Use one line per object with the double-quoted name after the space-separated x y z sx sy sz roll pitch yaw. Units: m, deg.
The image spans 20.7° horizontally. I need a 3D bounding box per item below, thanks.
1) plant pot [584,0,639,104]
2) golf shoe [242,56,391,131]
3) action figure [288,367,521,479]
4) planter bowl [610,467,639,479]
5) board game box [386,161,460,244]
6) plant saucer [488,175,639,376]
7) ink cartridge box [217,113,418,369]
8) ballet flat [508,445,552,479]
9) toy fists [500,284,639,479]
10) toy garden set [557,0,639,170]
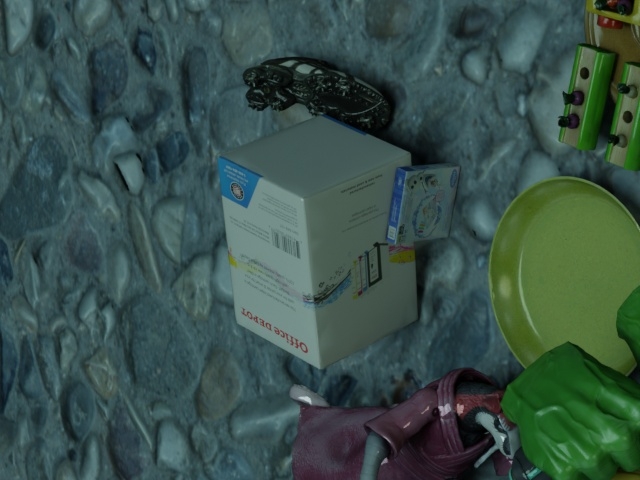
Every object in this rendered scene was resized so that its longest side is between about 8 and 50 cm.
0.357 -0.227 1.803 0.236 0.032 0.236 10 103 49 "plant pot"
0.005 -0.194 2.182 0.198 0.094 0.077 17 125 19 "golf shoe"
0.138 0.237 2.047 0.370 0.248 0.276 -46 35 43 "action figure"
0.349 0.265 1.806 0.217 0.217 0.090 -8 53 49 "planter bowl"
0.120 -0.044 2.056 0.020 0.090 0.090 27 115 45 "board game box"
0.284 0.048 1.923 0.241 0.037 0.241 10 103 47 "plant saucer"
0.000 0.000 2.102 0.171 0.168 0.233 27 131 44 "ink cartridge box"
0.266 0.207 1.857 0.074 0.203 0.074 10 113 26 "ballet flat"
0.323 0.143 1.747 0.142 0.279 0.096 44 164 51 "toy fists"
0.342 -0.160 1.767 0.244 0.049 0.204 28 116 43 "toy garden set"
